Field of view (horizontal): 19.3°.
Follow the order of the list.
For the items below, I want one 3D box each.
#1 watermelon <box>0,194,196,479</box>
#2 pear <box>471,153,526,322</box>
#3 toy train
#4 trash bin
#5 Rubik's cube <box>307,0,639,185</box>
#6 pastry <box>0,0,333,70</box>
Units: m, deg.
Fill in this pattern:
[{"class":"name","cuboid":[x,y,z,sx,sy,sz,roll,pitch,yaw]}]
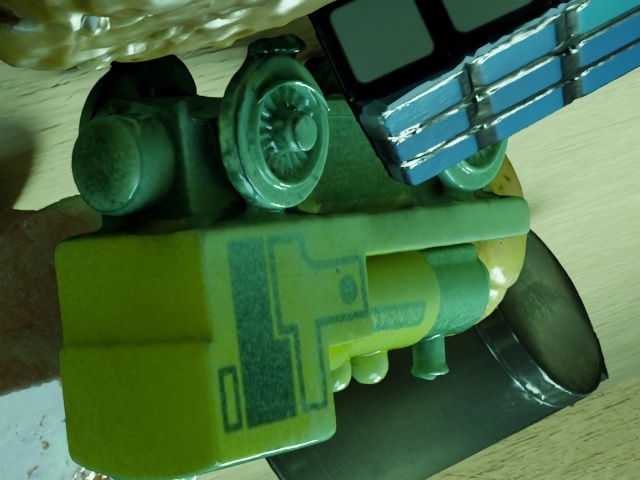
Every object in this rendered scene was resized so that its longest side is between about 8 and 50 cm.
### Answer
[{"class":"watermelon","cuboid":[-0.191,0.137,1.168,0.283,0.250,0.292,-49,-173,38]},{"class":"pear","cuboid":[0.071,-0.012,1.404,0.178,0.178,0.178,-24,166,-7]},{"class":"toy train","cuboid":[0.000,0.000,1.127,0.150,0.237,0.369,-4,-178,38]},{"class":"trash bin","cuboid":[0.101,0.130,1.872,0.301,0.203,0.252,-32,136,26]},{"class":"Rubik's cube","cuboid":[0.067,-0.143,0.945,0.162,0.163,0.160,-25,166,3]},{"class":"pastry","cuboid":[-0.006,-0.177,0.699,0.310,0.162,0.255,-21,179,25]}]
